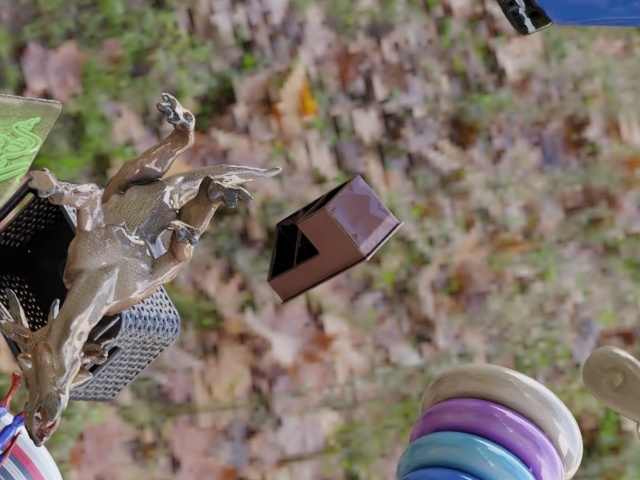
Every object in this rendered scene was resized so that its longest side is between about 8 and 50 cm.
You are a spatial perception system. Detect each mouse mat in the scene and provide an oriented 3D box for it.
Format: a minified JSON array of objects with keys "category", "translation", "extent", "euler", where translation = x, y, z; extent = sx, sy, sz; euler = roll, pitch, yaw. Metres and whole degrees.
[{"category":"mouse mat","translation":[-0.362,-0.090,1.882],"extent":[0.152,0.007,0.190],"euler":[-59,157,16]}]

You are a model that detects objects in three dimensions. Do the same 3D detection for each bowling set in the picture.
[{"category":"bowling set","translation":[0.412,0.075,1.765],"extent":[0.200,0.154,0.287],"euler":[7,116,-60]}]

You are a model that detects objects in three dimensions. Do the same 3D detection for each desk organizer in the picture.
[{"category":"desk organizer","translation":[0.000,0.000,1.329],"extent":[0.050,0.130,0.047],"euler":[50,56,-7]}]

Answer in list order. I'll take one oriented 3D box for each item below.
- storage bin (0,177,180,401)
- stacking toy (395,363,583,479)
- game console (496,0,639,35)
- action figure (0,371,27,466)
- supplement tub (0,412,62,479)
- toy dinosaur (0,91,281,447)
[{"category":"storage bin","translation":[-0.222,0.044,1.589],"extent":[0.084,0.122,0.180],"euler":[11,41,-56]},{"category":"stacking toy","translation":[0.090,0.254,1.369],"extent":[0.141,0.141,0.330],"euler":[59,42,-29]},{"category":"game console","translation":[0.175,-0.327,1.483],"extent":[0.293,0.173,0.250],"euler":[51,32,-33]},{"category":"action figure","translation":[-0.264,0.160,1.444],"extent":[0.038,0.115,0.030],"euler":[30,17,-17]},{"category":"supplement tub","translation":[-0.458,0.337,2.124],"extent":[0.272,0.191,0.191],"euler":[-45,120,-34]},{"category":"toy dinosaur","translation":[-0.162,0.010,1.426],"extent":[0.127,0.200,0.296],"euler":[39,44,7]}]
